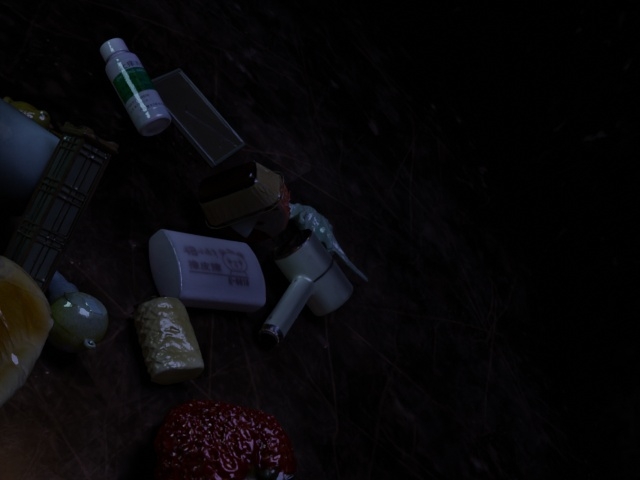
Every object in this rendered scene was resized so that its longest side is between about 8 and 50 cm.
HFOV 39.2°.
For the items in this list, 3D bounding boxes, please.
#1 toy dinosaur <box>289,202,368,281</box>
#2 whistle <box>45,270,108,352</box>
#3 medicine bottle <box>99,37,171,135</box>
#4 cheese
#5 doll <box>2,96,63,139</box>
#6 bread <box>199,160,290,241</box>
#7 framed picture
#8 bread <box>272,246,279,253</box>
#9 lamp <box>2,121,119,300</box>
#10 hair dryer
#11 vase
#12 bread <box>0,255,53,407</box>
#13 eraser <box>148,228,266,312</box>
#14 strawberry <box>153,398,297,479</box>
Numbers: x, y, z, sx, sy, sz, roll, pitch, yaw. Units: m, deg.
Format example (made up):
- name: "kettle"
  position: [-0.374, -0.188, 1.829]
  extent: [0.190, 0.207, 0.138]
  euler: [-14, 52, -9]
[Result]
- name: "toy dinosaur"
  position: [0.000, 0.000, 2.509]
  extent: [0.393, 0.092, 0.205]
  euler: [28, 30, -22]
- name: "whistle"
  position: [-0.481, 0.134, 1.696]
  extent: [0.123, 0.123, 0.223]
  euler: [10, 29, -50]
- name: "medicine bottle"
  position: [-0.474, -0.391, 2.278]
  extent: [0.095, 0.095, 0.260]
  euler: [-9, 63, -57]
- name: "cheese"
  position: [-0.311, 0.204, 1.838]
  extent: [0.123, 0.094, 0.167]
  euler: [14, 46, -49]
- name: "doll"
  position: [-0.590, -0.232, 1.941]
  extent: [0.209, 0.097, 0.137]
  euler: [25, 32, -46]
- name: "bread"
  position: [-0.180, -0.085, 2.231]
  extent: [0.212, 0.224, 0.142]
  euler: [51, 29, -44]
- name: "framed picture"
  position: [-0.344, -0.342, 2.482]
  extent: [0.289, 0.016, 0.213]
  euler: [49, 29, -4]
- name: "bread"
  position: [-0.089, 0.050, 2.382]
  extent: [0.088, 0.034, 0.049]
  euler: [52, 23, 1]
- name: "lamp"
  position: [-0.493, -0.055, 1.670]
  extent: [0.090, 0.325, 0.089]
  euler: [16, -10, 44]
- name: "hair dryer"
  position: [-0.063, 0.148, 2.227]
  extent: [0.203, 0.128, 0.362]
  euler: [54, 39, -18]
- name: "vase"
  position: [-0.649, -0.186, 1.695]
  extent: [0.291, 0.245, 0.245]
  euler: [35, 33, -41]
- name: "bread"
  position: [-0.592, 0.171, 1.431]
  extent: [0.236, 0.183, 0.388]
  euler: [61, 20, -15]
- name: "eraser"
  position: [-0.257, 0.073, 2.064]
  extent: [0.270, 0.095, 0.174]
  euler: [10, 52, -48]
- name: "strawberry"
  position: [-0.187, 0.396, 1.666]
  extent: [0.261, 0.261, 0.257]
  euler: [5, 60, -52]
